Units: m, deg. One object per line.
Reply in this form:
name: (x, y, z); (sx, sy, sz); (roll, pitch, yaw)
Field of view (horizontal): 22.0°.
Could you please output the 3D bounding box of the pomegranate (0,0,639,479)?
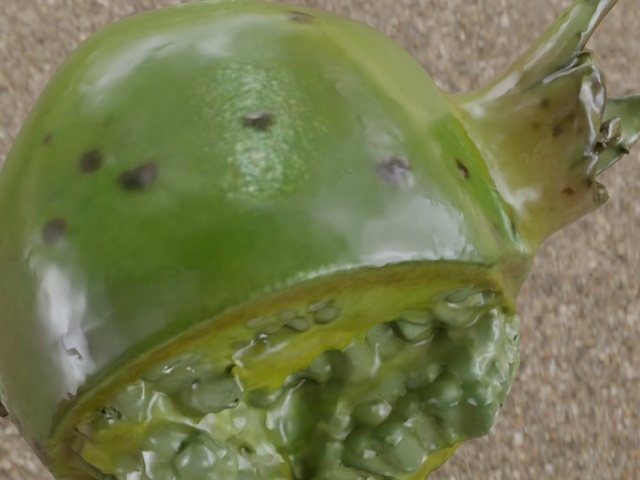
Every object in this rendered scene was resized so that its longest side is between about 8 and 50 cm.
pomegranate: (0.000, 0.000, 0.735); (0.341, 0.260, 0.260); (-32, 57, -3)
